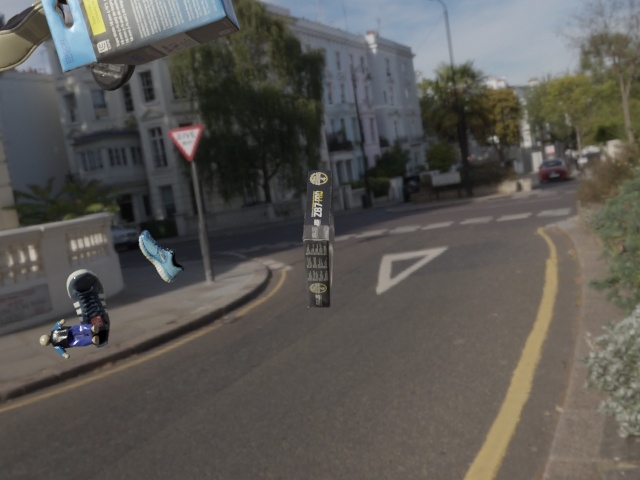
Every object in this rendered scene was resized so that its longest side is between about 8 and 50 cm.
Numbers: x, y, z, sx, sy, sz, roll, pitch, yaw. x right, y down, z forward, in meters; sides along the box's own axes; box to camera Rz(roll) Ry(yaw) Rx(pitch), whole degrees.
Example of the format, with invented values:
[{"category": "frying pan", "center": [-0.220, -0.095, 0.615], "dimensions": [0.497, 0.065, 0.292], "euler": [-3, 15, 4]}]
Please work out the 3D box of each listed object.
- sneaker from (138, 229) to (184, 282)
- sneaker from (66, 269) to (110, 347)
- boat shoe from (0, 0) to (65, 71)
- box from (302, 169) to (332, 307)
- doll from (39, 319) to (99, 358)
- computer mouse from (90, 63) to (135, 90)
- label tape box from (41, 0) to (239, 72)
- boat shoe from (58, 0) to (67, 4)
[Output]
[{"category": "sneaker", "center": [-0.434, 0.034, 1.713], "dimensions": [0.073, 0.162, 0.063], "euler": [-33, 15, 10]}, {"category": "sneaker", "center": [-0.877, 0.271, 2.394], "dimensions": [0.131, 0.350, 0.148], "euler": [-20, 44, -20]}, {"category": "boat shoe", "center": [-0.944, -0.649, 1.961], "dimensions": [0.324, 0.116, 0.097], "euler": [-32, 38, 11]}, {"category": "box", "center": [0.000, 0.000, 2.184], "dimensions": [0.097, 0.318, 0.395], "euler": [0, -39, 2]}, {"category": "doll", "center": [-0.826, 0.322, 2.034], "dimensions": [0.189, 0.129, 0.046], "euler": [-5, -6, 1]}, {"category": "computer mouse", "center": [-0.532, -0.534, 1.663], "dimensions": [0.188, 0.272, 0.072], "euler": [21, 15, 9]}, {"category": "label tape box", "center": [-0.352, -0.476, 1.186], "dimensions": [0.333, 0.241, 0.106], "euler": [-15, 3, 9]}, {"category": "boat shoe", "center": [-0.748, -0.683, 1.671], "dimensions": [0.228, 0.080, 0.076], "euler": [13, 36, -25]}]
